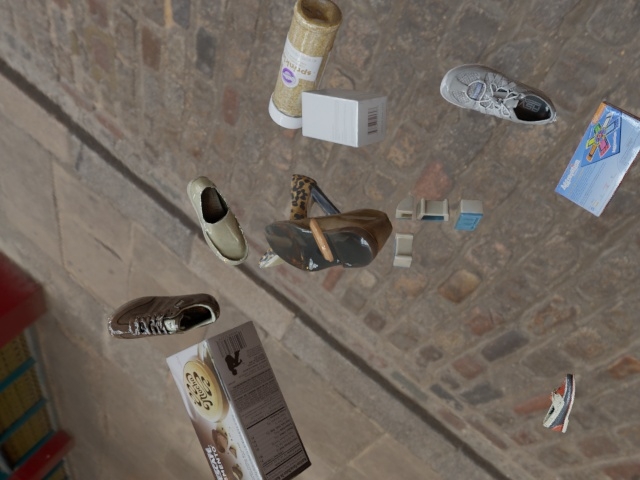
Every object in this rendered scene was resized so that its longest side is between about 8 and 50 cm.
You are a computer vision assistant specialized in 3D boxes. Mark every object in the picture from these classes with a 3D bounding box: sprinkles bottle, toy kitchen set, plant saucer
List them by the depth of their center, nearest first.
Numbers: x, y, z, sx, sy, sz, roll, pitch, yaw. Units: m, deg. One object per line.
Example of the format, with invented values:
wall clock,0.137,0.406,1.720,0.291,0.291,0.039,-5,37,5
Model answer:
plant saucer,0.000,0.000,1.029,0.083,0.013,0.084,155,90,-87
toy kitchen set,0.287,-0.009,1.447,0.206,0.166,0.122,3,165,6
sprinkles bottle,-0.045,-0.448,1.502,0.121,0.121,0.355,38,147,9

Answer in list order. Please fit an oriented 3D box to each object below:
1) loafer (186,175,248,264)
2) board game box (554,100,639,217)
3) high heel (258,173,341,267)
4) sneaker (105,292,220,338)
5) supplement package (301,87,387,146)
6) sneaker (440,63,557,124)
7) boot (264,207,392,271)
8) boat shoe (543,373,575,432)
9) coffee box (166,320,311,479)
loafer,-0.276,-0.046,1.581,0.269,0.101,0.092,62,167,-18
board game box,0.754,-0.213,1.563,0.145,0.027,0.282,39,135,28
high heel,-0.093,-0.054,1.540,0.186,0.261,0.093,49,168,21
sneaker,-0.262,0.128,0.976,0.071,0.188,0.066,-151,50,-68
supplement package,0.053,-0.287,1.340,0.179,0.105,0.105,22,123,40
sneaker,0.416,-0.335,1.339,0.281,0.115,0.105,10,113,-7
boot,0.013,-0.009,1.203,0.305,0.115,0.112,2,124,41
boat shoe,0.473,0.319,1.151,0.043,0.049,0.137,12,118,22
coffee box,-0.160,0.327,1.125,0.168,0.118,0.297,-28,83,45
